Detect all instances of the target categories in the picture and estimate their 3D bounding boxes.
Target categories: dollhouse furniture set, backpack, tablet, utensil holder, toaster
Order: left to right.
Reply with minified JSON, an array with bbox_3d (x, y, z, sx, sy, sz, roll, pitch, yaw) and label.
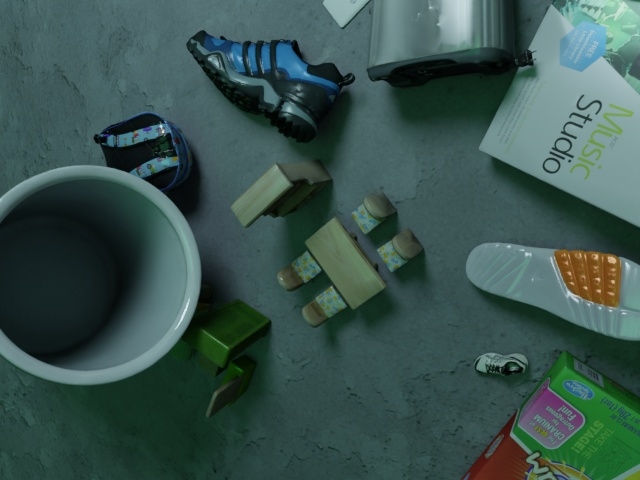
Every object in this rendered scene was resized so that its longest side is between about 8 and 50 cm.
[{"bbox_3d":[-0.445,0.071,0.883,0.385,0.327,0.328,-11,96,49],"label":"utensil holder"},{"bbox_3d":[-0.315,-0.159,0.944,0.173,0.117,0.158,-15,94,28],"label":"backpack"},{"bbox_3d":[-0.278,0.182,0.980,0.301,0.151,0.198,29,112,18],"label":"dollhouse furniture set"},{"bbox_3d":[0.000,0.000,0.802,0.212,0.161,0.242,-39,83,27],"label":"dollhouse furniture set"},{"bbox_3d":[0.048,-0.383,0.785,0.083,0.006,0.054,-38,84,27],"label":"tablet"},{"bbox_3d":[0.167,-0.295,0.671,0.226,0.129,0.147,3,100,36],"label":"toaster"}]

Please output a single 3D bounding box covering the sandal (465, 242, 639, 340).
[{"bbox_3d":[0.340,0.057,0.708,0.265,0.076,0.102,19,95,43],"label":"sandal"}]

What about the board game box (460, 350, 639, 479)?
[{"bbox_3d":[0.383,0.362,0.750,0.242,0.064,0.317,33,113,16],"label":"board game box"}]

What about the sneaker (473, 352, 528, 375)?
[{"bbox_3d":[0.278,0.194,0.781,0.083,0.037,0.032,-16,96,29],"label":"sneaker"}]

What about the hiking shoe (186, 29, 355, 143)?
[{"bbox_3d":[-0.092,-0.281,0.837,0.304,0.113,0.132,37,84,21],"label":"hiking shoe"}]

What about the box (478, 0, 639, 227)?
[{"bbox_3d":[0.379,-0.147,0.592,0.322,0.058,0.233,37,115,35],"label":"box"}]
